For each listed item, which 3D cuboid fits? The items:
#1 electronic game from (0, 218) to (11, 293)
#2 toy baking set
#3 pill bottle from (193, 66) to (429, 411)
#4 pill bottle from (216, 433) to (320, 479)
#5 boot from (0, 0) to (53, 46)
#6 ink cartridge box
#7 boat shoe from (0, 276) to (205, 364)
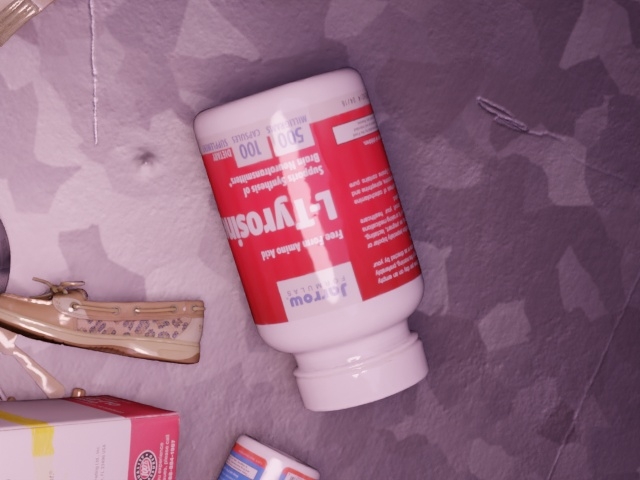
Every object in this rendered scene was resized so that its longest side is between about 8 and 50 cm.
[{"bbox_3d":[-0.494,0.030,1.777,0.229,0.048,0.229,-4,98,-32],"label":"electronic game"},{"bbox_3d":[-0.400,0.234,1.839,0.196,0.030,0.256,18,86,-15],"label":"toy baking set"},{"bbox_3d":[0.000,0.000,1.844,0.229,0.229,0.408,-19,96,-14],"label":"pill bottle"},{"bbox_3d":[-0.099,0.377,1.878,0.124,0.124,0.221,28,84,-14],"label":"pill bottle"},{"bbox_3d":[-0.386,-0.369,1.810,0.165,0.077,0.213,44,85,-11],"label":"boot"},{"bbox_3d":[-0.368,0.336,1.689,0.384,0.160,0.279,3,95,-48],"label":"ink cartridge box"},{"bbox_3d":[-0.287,0.096,1.839,0.285,0.104,0.089,13,83,-26],"label":"boat shoe"}]
